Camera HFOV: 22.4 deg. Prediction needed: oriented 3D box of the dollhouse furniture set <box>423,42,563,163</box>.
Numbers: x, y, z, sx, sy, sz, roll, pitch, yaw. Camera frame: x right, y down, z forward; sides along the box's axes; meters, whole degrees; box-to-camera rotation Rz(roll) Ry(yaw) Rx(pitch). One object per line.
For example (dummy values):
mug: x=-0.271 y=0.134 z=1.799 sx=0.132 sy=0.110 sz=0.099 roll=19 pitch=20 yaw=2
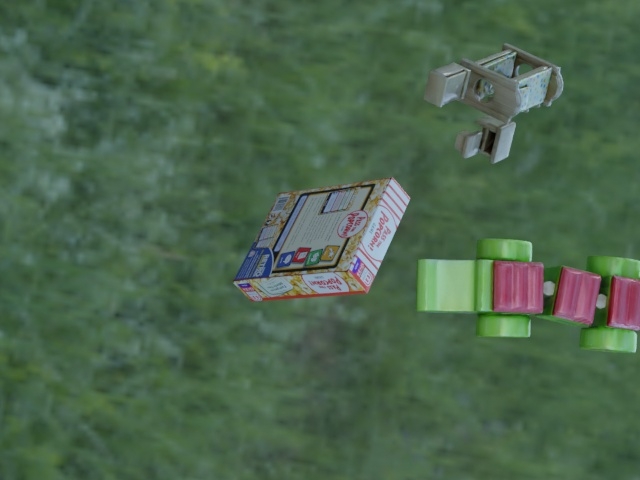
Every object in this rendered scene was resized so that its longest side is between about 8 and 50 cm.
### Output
dollhouse furniture set: x=0.222 y=-0.154 z=2.156 sx=0.182 sy=0.101 sz=0.161 roll=-25 pitch=135 yaw=-46

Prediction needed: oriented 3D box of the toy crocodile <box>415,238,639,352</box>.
toy crocodile: x=0.275 y=0.063 z=1.863 sx=0.105 sy=0.340 sz=0.115 roll=153 pitch=-57 yaw=-79

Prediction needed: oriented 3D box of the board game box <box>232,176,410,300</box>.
board game box: x=0.000 y=0.000 z=1.972 sx=0.045 sy=0.193 sz=0.147 roll=48 pitch=54 yaw=-33
